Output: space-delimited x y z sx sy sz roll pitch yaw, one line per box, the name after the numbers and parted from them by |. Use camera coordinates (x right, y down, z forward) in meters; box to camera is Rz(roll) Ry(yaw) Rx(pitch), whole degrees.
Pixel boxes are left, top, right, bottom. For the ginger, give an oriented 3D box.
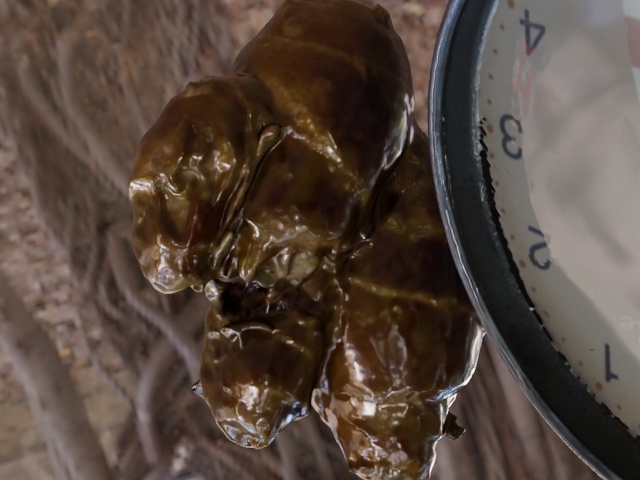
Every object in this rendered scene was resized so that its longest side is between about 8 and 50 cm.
0.007 0.008 1.104 0.152 0.358 0.274 -11 -160 40 | ginger

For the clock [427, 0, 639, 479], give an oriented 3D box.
0.204 -0.013 0.779 0.076 0.386 0.386 -25 173 -32 | clock
